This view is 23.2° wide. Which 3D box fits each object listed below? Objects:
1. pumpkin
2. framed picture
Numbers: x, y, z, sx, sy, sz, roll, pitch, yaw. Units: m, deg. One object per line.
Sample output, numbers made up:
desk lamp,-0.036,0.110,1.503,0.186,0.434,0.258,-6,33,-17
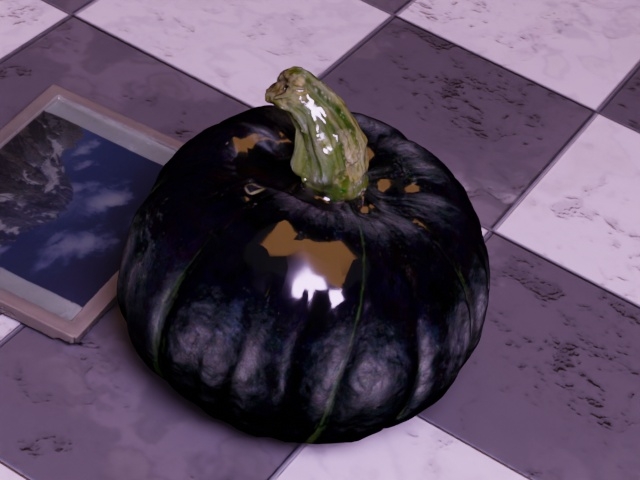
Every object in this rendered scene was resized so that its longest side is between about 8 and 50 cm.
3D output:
pumpkin,0.000,0.000,1.218,0.296,0.296,0.296,7,41,-6
framed picture,-0.229,-0.030,1.387,0.209,0.019,0.281,23,42,12
